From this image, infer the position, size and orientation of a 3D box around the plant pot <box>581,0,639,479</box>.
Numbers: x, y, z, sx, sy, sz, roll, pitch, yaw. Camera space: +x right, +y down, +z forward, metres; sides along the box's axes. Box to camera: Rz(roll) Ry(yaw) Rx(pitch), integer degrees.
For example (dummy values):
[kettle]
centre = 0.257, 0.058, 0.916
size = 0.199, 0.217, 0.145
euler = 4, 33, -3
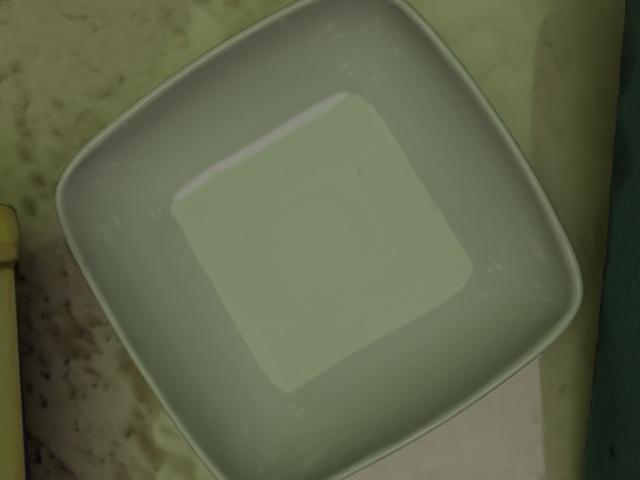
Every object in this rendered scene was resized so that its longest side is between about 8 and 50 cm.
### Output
[plant pot]
centre = 0.205, 0.055, 0.218
size = 0.247, 0.252, 0.247
euler = 0, 113, 3

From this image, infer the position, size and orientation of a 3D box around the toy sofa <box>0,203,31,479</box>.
[toy sofa]
centre = -0.163, 0.170, 0.338
size = 0.150, 0.177, 0.362
euler = -4, 86, -19

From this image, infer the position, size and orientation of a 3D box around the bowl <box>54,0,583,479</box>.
[bowl]
centre = 0.000, 0.000, 0.368
size = 0.142, 0.053, 0.142
euler = -33, 88, 4
